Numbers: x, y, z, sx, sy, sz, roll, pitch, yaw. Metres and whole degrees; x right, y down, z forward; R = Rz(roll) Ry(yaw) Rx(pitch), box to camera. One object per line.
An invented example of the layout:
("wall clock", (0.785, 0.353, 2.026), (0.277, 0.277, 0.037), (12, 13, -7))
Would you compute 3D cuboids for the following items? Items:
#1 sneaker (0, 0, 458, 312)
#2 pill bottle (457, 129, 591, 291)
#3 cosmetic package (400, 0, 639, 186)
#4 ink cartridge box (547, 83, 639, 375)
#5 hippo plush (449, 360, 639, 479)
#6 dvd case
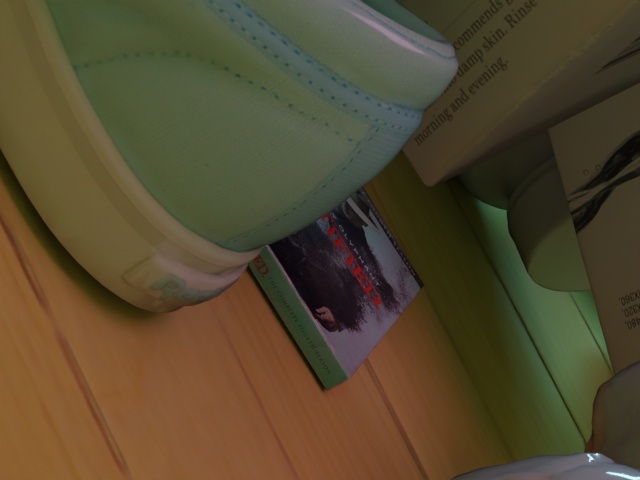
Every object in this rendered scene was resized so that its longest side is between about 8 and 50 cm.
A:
("sneaker", (-0.068, -0.169, 0.607), (0.366, 0.150, 0.135), (62, 20, 7))
("pill bottle", (0.108, -0.092, 0.938), (0.124, 0.124, 0.221), (29, 35, -53))
("cosmetic package", (0.029, -0.230, 0.658), (0.155, 0.197, 0.366), (-26, 81, -40))
("ink cartridge box", (0.191, -0.045, 0.820), (0.172, 0.100, 0.237), (-1, 71, -37))
("hippo plush", (0.126, 0.169, 0.605), (0.236, 0.234, 0.294), (-14, 55, -37))
("dvd case", (0.000, 0.000, 0.728), (0.087, 0.013, 0.119), (58, 20, -4))
